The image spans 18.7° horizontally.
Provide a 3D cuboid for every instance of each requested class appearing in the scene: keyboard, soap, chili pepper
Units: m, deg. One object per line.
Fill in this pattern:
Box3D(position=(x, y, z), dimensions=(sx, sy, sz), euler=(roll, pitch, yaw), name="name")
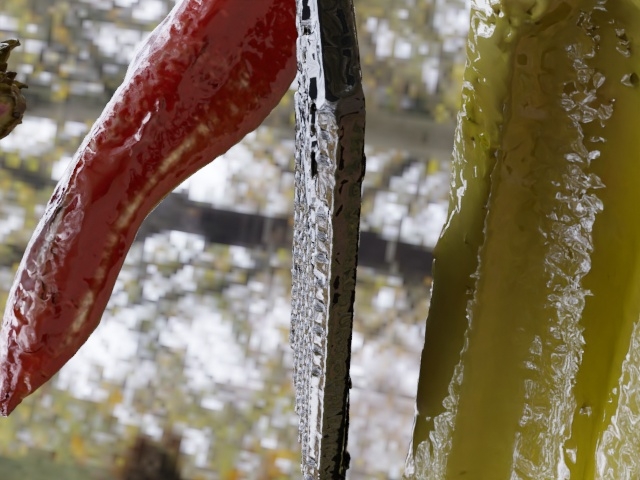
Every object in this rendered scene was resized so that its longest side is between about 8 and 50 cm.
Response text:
Box3D(position=(0.000, 0.000, 0.453), dimensions=(0.204, 0.013, 0.061), euler=(91, 174, -61), name="keyboard")
Box3D(position=(0.121, 0.036, 0.536), dimensions=(0.199, 0.091, 0.315), euler=(-21, -45, -32), name="soap")
Box3D(position=(-0.040, -0.059, 0.650), dimensions=(0.268, 0.059, 0.050), euler=(-55, -42, -7), name="chili pepper")

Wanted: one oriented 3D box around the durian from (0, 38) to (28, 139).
Box3D(position=(-0.199, -0.045, 0.638), dimensions=(0.187, 0.119, 0.108), euler=(-42, -37, -11), name="durian")
